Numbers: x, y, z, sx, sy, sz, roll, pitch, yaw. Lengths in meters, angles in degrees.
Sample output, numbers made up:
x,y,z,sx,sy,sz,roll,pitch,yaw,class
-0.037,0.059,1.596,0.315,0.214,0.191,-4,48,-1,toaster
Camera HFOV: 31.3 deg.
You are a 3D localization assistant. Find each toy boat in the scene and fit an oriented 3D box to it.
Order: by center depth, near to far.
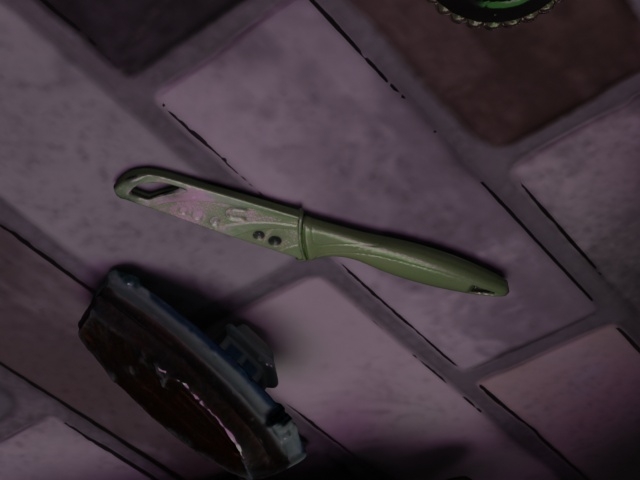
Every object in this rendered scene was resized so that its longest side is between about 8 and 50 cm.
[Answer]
x,y,z,sx,sy,sz,roll,pitch,yaw,class
-0.060,0.067,0.596,0.140,0.066,0.059,43,138,-2,toy boat

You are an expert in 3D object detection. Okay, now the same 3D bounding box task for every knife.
x,y,z,sx,sy,sz,roll,pitch,yaw,class
0.000,0.000,0.563,0.207,0.014,0.030,17,133,-15,knife

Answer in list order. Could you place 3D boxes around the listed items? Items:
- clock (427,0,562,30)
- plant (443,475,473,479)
x,y,z,sx,sy,sz,roll,pitch,yaw,class
0.071,-0.117,0.445,0.074,0.010,0.083,-1,135,0,clock
-0.038,0.242,0.694,0.321,0.181,0.194,-11,129,8,plant
